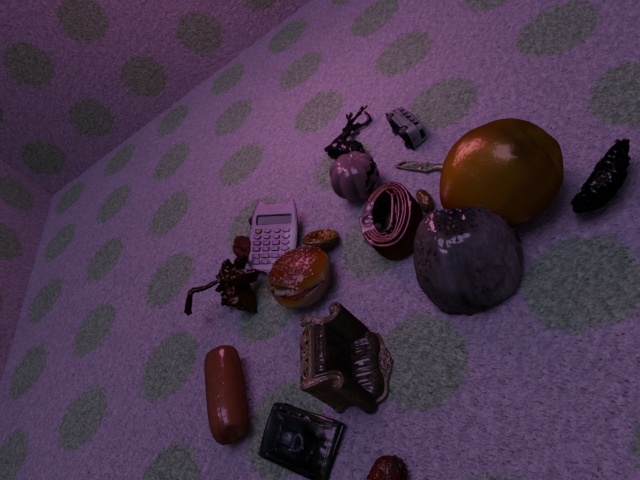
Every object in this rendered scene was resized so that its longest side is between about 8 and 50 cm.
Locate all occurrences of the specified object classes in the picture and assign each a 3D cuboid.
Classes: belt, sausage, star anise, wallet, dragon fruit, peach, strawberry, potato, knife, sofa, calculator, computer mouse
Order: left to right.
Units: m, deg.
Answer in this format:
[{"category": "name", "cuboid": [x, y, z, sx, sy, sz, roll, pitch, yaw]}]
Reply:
[{"category": "star anise", "cuboid": [-0.340, 0.179, 1.799, 0.347, 0.148, 0.237, -26, 71, 13]}, {"category": "sausage", "cuboid": [-0.292, 0.472, 1.555, 0.121, 0.121, 0.304, -32, 45, 13]}, {"category": "calculator", "cuboid": [-0.173, -0.012, 1.859, 0.194, 0.043, 0.294, -2, 70, 16]}, {"category": "wallet", "cuboid": [-0.057, 0.542, 1.366, 0.236, 0.055, 0.160, 3, 66, 39]}, {"category": "sofa", "cuboid": [0.069, 0.310, 1.343, 0.182, 0.200, 0.258, -24, 44, 24]}, {"category": "strawberry", "cuboid": [0.152, 0.547, 1.175, 0.096, 0.083, 0.083, -30, 43, 19]}, {"category": "belt", "cuboid": [0.223, -0.065, 1.594, 0.184, 0.105, 0.261, -16, 49, 30]}, {"category": "potato", "cuboid": [0.334, -0.128, 1.601, 0.047, 0.045, 0.092, -31, 46, 17]}, {"category": "knife", "cuboid": [0.370, -0.244, 1.686, 0.293, 0.020, 0.043, 15, 69, 45]}, {"category": "dragon fruit", "cuboid": [0.362, 0.053, 1.308, 0.283, 0.221, 0.203, -6, 48, 32]}, {"category": "peach", "cuboid": [0.477, -0.176, 1.364, 0.308, 0.289, 0.288, -43, 34, 43]}, {"category": "computer mouse", "cuboid": [0.718, -0.154, 1.267, 0.078, 0.146, 0.241, 36, 81, 20]}]

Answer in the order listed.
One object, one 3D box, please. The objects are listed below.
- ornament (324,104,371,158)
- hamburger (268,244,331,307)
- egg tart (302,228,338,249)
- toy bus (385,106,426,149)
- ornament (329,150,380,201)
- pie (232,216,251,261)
[{"category": "ornament", "cuboid": [0.140, -0.424, 1.968, 0.202, 0.080, 0.236, 20, 71, 49]}, {"category": "hamburger", "cuboid": [-0.064, 0.114, 1.645, 0.237, 0.147, 0.236, -19, 46, 21]}, {"category": "egg tart", "cuboid": [0.000, 0.000, 1.734, 0.131, 0.052, 0.130, -9, 19, 3]}, {"category": "toy bus", "cuboid": [0.310, -0.416, 1.827, 0.089, 0.087, 0.194, -32, 42, 4]}, {"category": "ornament", "cuboid": [0.122, -0.220, 1.772, 0.178, 0.177, 0.177, -21, 46, 24]}, {"category": "pie", "cuboid": [-0.249, -0.015, 1.964, 0.204, 0.054, 0.218, 11, 65, 43]}]
